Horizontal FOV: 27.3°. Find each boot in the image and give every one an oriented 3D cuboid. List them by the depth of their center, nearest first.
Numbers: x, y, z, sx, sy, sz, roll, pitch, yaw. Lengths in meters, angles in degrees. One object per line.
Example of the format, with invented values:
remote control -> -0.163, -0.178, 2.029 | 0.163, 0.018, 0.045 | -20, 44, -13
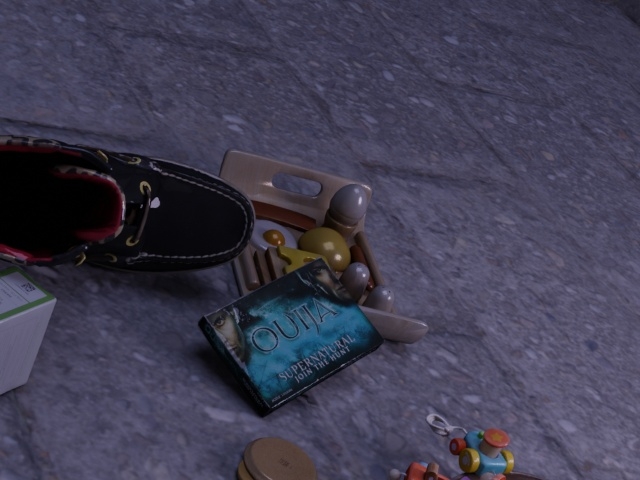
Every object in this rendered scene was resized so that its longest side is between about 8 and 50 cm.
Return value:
boot -> -0.233, -0.034, 1.359 | 0.377, 0.138, 0.284 | 15, 1, -14

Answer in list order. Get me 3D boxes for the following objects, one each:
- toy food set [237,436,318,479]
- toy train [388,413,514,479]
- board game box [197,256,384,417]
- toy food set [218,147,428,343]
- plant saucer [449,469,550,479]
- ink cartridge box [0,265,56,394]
toy food set -> -0.040, 0.229, 1.316 | 0.082, 0.020, 0.083 | 25, 28, -3
toy train -> 0.144, 0.225, 1.346 | 0.125, 0.046, 0.166 | 28, 28, 2
board game box -> -0.031, 0.103, 1.455 | 0.186, 0.026, 0.126 | -27, 74, -41
toy food set -> 0.000, 0.000, 1.660 | 0.219, 0.092, 0.306 | 14, 30, -23
plant saucer -> 0.235, 0.354, 1.306 | 0.310, 0.050, 0.310 | 20, 28, -11
ink cartridge box -> -0.340, 0.105, 1.180 | 0.062, 0.109, 0.209 | 36, 30, 18
